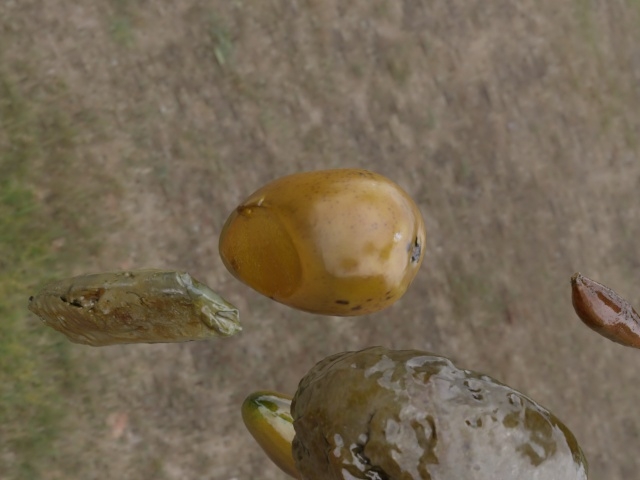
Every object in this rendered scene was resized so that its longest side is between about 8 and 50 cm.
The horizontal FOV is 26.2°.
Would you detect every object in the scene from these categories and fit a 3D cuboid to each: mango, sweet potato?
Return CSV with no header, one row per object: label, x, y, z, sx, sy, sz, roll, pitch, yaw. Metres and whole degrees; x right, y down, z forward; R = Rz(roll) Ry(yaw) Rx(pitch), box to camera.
mango,-0.031,0.236,1.677,0.163,0.111,0.089,36,68,-12
sweet potato,0.216,0.057,1.023,0.095,0.034,0.034,39,39,-18
mango,0.000,0.000,1.505,0.191,0.290,0.160,-13,97,-35

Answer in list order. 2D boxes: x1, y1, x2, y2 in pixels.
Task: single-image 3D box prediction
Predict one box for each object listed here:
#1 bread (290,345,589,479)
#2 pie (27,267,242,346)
bread,0.081,0.173,1.034,0.230,0.230,0.123,44,60,-41
pie,-0.204,0.072,1.514,0.128,0.282,0.068,41,59,-36
